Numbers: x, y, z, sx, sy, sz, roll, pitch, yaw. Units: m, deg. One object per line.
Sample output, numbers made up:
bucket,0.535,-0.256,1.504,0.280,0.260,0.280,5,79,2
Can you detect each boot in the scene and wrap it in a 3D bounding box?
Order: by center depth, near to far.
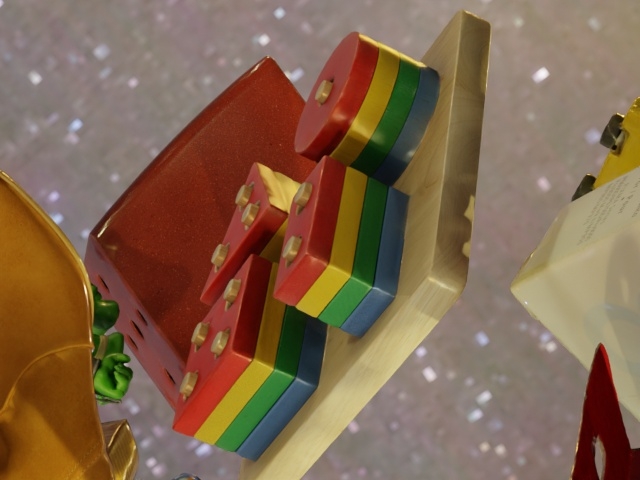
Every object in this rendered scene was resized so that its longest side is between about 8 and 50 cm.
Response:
boot,-0.211,0.104,1.210,0.295,0.104,0.211,65,-159,-19

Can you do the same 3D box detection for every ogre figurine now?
ogre figurine,-0.233,0.073,1.628,0.118,0.097,0.197,17,-143,-22

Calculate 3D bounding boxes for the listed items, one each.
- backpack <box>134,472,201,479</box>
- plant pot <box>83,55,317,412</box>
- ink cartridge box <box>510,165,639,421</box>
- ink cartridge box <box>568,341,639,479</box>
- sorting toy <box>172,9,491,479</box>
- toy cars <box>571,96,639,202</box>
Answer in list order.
backpack,-0.174,0.386,1.851,0.213,0.263,0.276,36,-162,-35
plant pot,-0.087,0.024,1.838,0.267,0.236,0.267,55,163,7
ink cartridge box,0.342,0.049,1.077,0.308,0.385,0.091,45,-128,-11
ink cartridge box,0.227,0.194,0.947,0.309,0.130,0.272,-46,-61,-75
sorting toy,0.000,0.000,1.214,0.089,0.257,0.255,25,-138,-14
toy cars,0.370,0.006,1.903,0.087,0.176,0.393,-54,-53,-38
